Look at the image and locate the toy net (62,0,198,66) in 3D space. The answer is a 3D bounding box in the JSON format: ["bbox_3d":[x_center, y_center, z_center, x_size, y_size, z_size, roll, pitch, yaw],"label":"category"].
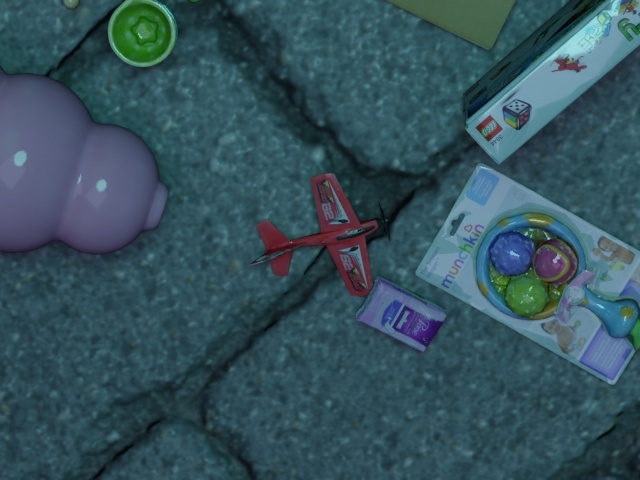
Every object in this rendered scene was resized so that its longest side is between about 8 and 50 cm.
[{"bbox_3d":[-0.224,-0.277,1.504,0.232,0.045,0.122,36,104,-5],"label":"toy net"}]

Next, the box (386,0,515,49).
[{"bbox_3d":[0.109,-0.297,1.469,0.201,0.021,0.164,25,118,-1],"label":"box"}]

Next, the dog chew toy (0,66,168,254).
[{"bbox_3d":[-0.311,-0.082,1.487,0.331,0.206,0.207,18,105,-8],"label":"dog chew toy"}]

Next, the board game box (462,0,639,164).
[{"bbox_3d":[0.260,-0.202,1.413,0.305,0.193,0.053,-41,97,13],"label":"board game box"}]

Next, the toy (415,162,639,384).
[{"bbox_3d":[0.231,0.039,1.546,0.237,0.056,0.137,28,103,-3],"label":"toy"}]

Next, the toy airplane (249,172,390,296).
[{"bbox_3d":[0.000,0.000,1.565,0.151,0.028,0.151,-1,118,-2],"label":"toy airplane"}]

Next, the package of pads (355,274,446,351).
[{"bbox_3d":[0.082,0.076,1.573,0.083,0.032,0.050,27,106,-11],"label":"package of pads"}]
